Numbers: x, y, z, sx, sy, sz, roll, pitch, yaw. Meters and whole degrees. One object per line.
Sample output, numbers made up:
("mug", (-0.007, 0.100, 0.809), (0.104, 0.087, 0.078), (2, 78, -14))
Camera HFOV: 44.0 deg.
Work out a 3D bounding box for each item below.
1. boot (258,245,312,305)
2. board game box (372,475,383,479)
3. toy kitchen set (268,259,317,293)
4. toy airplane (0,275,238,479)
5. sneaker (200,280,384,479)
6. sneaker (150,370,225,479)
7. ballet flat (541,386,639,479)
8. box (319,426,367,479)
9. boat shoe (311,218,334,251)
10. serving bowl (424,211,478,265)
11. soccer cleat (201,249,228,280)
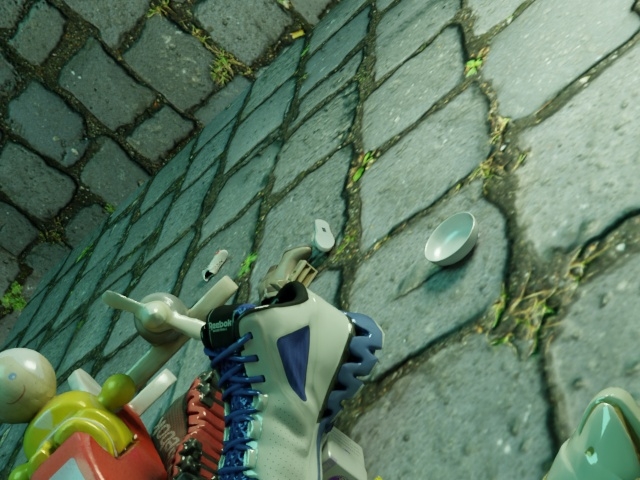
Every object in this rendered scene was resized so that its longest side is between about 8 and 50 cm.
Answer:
("boot", (-0.062, 0.067, 1.384), (0.118, 0.042, 0.087), (-35, 32, 34))
("board game box", (0.005, 0.322, 0.744), (0.170, 0.048, 0.141), (-46, 1, 20))
("toy kitchen set", (-0.036, 0.062, 1.295), (0.075, 0.068, 0.083), (-55, 23, -17))
("toy airplane", (-0.290, 0.222, 0.962), (0.384, 0.272, 0.386), (-28, 25, 37))
("sneaker", (-0.069, 0.168, 0.854), (0.127, 0.182, 0.316), (-21, 34, 51))
("sneaker", (-0.188, 0.310, 1.131), (0.135, 0.097, 0.276), (-41, 21, 17))
("ballet flat", (0.256, 0.136, 0.546), (0.348, 0.123, 0.123), (-34, 26, 30))
("box", (-0.085, 0.338, 0.934), (0.324, 0.067, 0.063), (-41, 23, 17))
("boat shoe", (0.000, 0.000, 1.387), (0.100, 0.035, 0.035), (-105, 31, -60))
("serving bowl", (0.178, 0.003, 1.046), (0.083, 0.027, 0.083), (-40, 23, 21))
("soccer cleat", (-0.230, 0.055, 1.730), (0.083, 0.029, 0.036), (-45, 31, 18))
